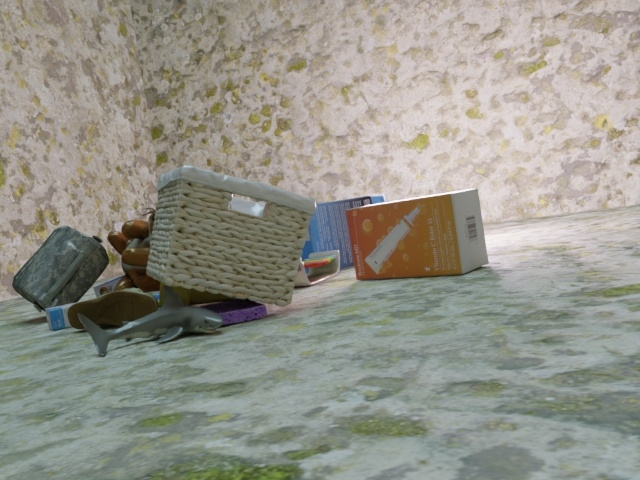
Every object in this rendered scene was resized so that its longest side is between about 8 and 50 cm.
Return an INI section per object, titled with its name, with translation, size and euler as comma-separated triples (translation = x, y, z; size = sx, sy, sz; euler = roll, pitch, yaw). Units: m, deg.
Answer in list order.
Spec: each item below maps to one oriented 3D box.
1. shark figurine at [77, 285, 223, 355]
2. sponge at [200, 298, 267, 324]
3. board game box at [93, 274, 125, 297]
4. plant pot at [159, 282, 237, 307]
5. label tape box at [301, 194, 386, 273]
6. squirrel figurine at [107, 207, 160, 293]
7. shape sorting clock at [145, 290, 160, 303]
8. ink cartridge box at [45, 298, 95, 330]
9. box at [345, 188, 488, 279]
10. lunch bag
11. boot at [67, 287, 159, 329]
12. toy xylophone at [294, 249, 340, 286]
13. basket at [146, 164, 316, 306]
[shark figurine]
translation = -0.349, 0.157, 1.250
size = 0.278, 0.116, 0.166
euler = -7, 1, -10
[sponge]
translation = -0.209, 0.166, 1.397
size = 0.117, 0.031, 0.210
euler = -9, 2, -20
[board game box]
translation = -0.759, 0.154, 2.502
size = 0.318, 0.066, 0.318
euler = -21, 4, -6
[plant pot]
translation = -0.325, 0.079, 1.686
size = 0.238, 0.254, 0.254
euler = 7, -1, -12
[label tape box]
translation = 0.090, -0.027, 2.176
size = 0.347, 0.249, 0.115
euler = -11, 3, -32
[squirrel figurine]
translation = -0.512, 0.024, 2.103
size = 0.397, 0.281, 0.370
euler = 22, -52, -36
[shape sorting clock]
translation = -0.523, 0.187, 1.907
size = 0.206, 0.040, 0.206
euler = -5, 1, 0
[ink cartridge box]
translation = -0.706, 0.213, 1.744
size = 0.180, 0.060, 0.104
euler = -11, 2, -30
[box]
translation = 0.268, -0.013, 1.670
size = 0.345, 0.215, 0.168
euler = -7, 3, 40
[lunch bag]
translation = -0.889, 0.109, 2.040
size = 0.256, 0.212, 0.305
euler = -4, 47, 58
[boot]
translation = -0.518, 0.176, 1.610
size = 0.261, 0.095, 0.203
euler = -12, 0, 18
[toy xylophone]
translation = -0.068, 0.097, 1.896
size = 0.236, 0.081, 0.322
euler = -9, 2, 16
[basket]
translation = -0.236, -0.007, 1.435
size = 0.328, 0.267, 0.331
euler = 14, -4, -24
